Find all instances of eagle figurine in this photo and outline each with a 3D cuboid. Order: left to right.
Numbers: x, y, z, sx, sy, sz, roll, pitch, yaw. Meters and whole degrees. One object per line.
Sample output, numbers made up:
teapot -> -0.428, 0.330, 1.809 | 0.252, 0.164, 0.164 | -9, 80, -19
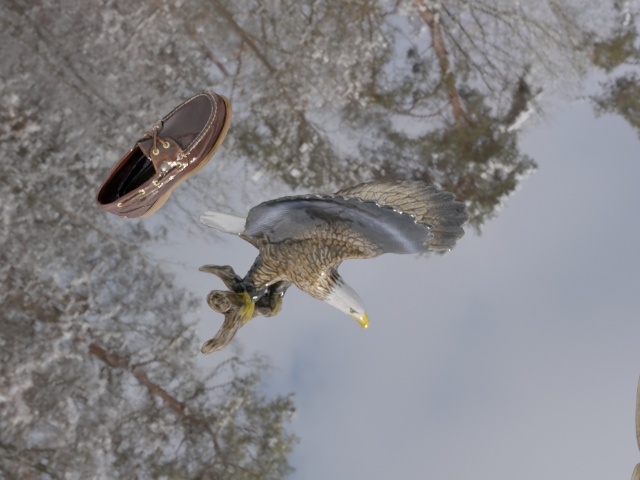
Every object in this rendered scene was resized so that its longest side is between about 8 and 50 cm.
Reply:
eagle figurine -> 0.008, 0.007, 0.957 | 0.298, 0.225, 0.226 | -40, -145, 24

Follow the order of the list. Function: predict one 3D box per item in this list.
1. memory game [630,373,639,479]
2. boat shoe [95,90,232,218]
memory game -> 0.163, 0.113, 0.362 | 0.012, 0.186, 0.186 | 1, -122, 31
boat shoe -> -0.193, -0.102, 0.969 | 0.207, 0.073, 0.073 | -46, -121, 19
